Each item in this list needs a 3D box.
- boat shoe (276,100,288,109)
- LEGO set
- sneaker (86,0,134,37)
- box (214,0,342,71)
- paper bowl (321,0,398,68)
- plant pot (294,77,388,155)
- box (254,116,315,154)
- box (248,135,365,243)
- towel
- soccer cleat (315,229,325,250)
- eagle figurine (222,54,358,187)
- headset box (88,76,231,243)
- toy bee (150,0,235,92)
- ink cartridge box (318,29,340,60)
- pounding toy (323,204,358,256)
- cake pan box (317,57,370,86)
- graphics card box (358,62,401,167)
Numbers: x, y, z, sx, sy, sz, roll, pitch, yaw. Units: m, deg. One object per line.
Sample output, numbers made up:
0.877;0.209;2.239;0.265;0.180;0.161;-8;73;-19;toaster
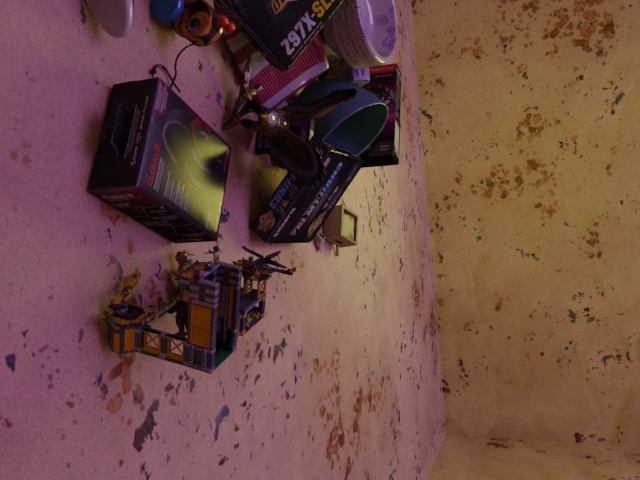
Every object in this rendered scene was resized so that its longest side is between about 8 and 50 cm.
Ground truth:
-0.116;-0.304;1.722;0.065;0.075;0.206;-173;-111;-69;boat shoe
-0.223;0.078;1.114;0.331;0.255;0.192;-28;129;-58;LEGO set
-0.350;-0.508;1.080;0.147;0.104;0.296;-30;110;-60;sneaker
-0.071;-0.600;1.426;0.322;0.079;0.257;-51;141;-1;box
0.099;-0.623;1.706;0.284;0.148;0.284;9;79;-59;paper bowl
0.030;-0.370;1.846;0.195;0.290;0.290;52;15;17;plant pot
-0.093;-0.290;1.612;0.029;0.162;0.116;38;51;-57;box
-0.026;-0.125;1.654;0.295;0.073;0.293;-55;164;12;box
-0.114;-0.506;1.541;0.237;0.037;0.329;-39;137;-13;towel
0.000;0.000;1.964;0.029;0.035;0.083;-63;143;-52;soccer cleat
-0.076;-0.274;1.454;0.225;0.298;0.226;-57;162;-49;eagle figurine
-0.296;-0.145;1.151;0.293;0.110;0.218;44;47;-59;headset box
-0.249;-0.461;1.256;0.195;0.162;0.298;-37;121;-66;toy bee
-0.061;-0.739;1.760;0.279;0.160;0.385;14;74;-67;ink cartridge box
0.066;-0.031;2.081;0.141;0.100;0.130;30;58;-52;pounding toy
0.062;-0.590;1.951;0.070;0.267;0.246;-3;90;-23;cake pan box
0.165;-0.441;2.181;0.094;0.232;0.371;45;47;-64;graphics card box
